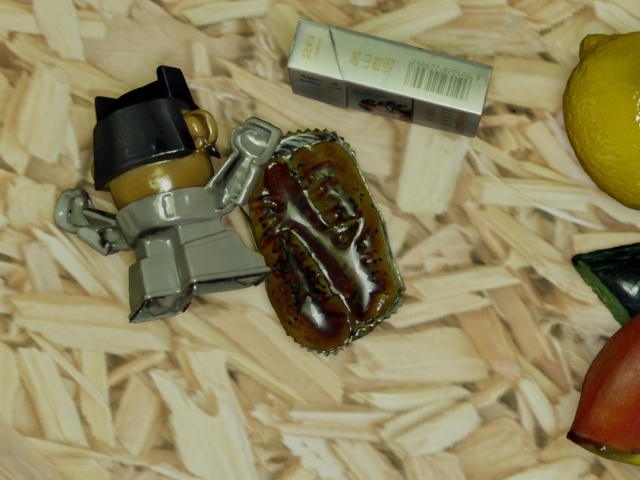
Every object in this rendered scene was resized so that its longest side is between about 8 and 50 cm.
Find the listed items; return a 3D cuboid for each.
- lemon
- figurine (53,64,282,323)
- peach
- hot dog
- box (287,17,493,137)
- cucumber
[{"bbox_3d":[0.381,-0.136,1.736,0.188,0.188,0.257,-34,81,-1],"label":"lemon"},{"bbox_3d":[-0.180,-0.061,1.773,0.308,0.143,0.308,0,83,4],"label":"figurine"},{"bbox_3d":[0.441,0.191,1.655,0.338,0.281,0.281,-21,83,1],"label":"peach"},{"bbox_3d":[0.000,0.000,1.791,0.162,0.082,0.270,-19,82,-1],"label":"hot dog"},{"bbox_3d":[0.081,-0.189,1.773,0.233,0.149,0.067,14,82,4],"label":"box"},{"bbox_3d":[0.405,0.052,1.769,0.193,0.086,0.115,-9,81,-5],"label":"cucumber"}]
